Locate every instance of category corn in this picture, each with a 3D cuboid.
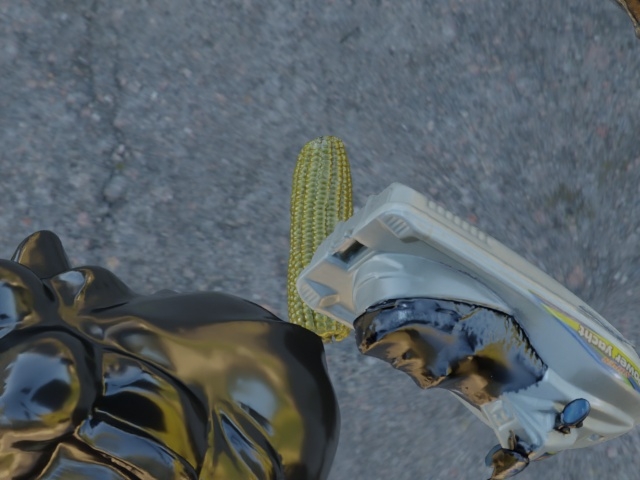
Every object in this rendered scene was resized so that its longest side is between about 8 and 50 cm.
[{"bbox_3d":[0.000,0.000,1.303,0.080,0.080,0.231,-3,80,12],"label":"corn"}]

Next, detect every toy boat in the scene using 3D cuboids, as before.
[{"bbox_3d":[0.115,0.078,0.815,0.269,0.141,0.141,41,95,-9],"label":"toy boat"}]

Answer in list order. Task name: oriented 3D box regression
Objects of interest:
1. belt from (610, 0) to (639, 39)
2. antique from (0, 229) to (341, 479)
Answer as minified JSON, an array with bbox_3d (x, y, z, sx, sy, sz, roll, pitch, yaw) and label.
[{"bbox_3d":[0.158,-0.212,0.514,0.184,0.261,0.105,-27,45,-6],"label":"belt"},{"bbox_3d":[-0.127,0.133,0.680,0.185,0.322,0.255,53,125,34],"label":"antique"}]
